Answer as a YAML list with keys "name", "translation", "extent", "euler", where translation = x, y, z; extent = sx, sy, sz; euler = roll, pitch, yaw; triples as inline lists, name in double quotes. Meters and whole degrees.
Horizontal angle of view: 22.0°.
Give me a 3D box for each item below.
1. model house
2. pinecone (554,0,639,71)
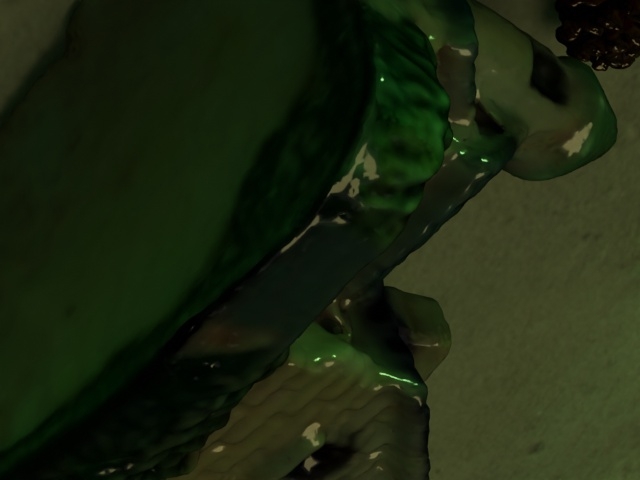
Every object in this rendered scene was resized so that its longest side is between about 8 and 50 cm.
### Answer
- name: "model house"
  translation: [-0.001, -0.001, 0.842]
  extent: [0.284, 0.243, 0.298]
  euler: [23, 123, -43]
- name: "pinecone"
  translation: [0.166, -0.136, 0.935]
  extent: [0.077, 0.077, 0.083]
  euler: [6, 131, -31]
